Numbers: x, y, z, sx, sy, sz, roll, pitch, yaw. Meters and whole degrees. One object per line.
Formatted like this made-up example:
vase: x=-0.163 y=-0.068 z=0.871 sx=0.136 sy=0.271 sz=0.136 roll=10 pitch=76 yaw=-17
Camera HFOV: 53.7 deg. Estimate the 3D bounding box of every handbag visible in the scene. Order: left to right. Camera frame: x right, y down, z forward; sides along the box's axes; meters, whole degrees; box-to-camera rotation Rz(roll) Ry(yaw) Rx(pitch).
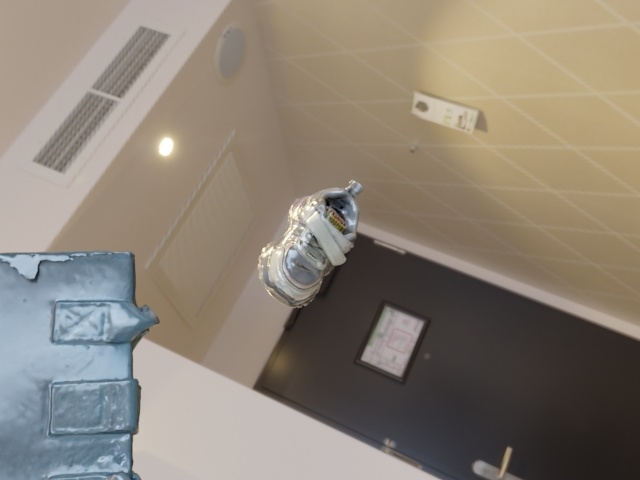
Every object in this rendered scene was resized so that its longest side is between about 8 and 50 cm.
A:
handbag: x=-0.202 y=0.121 z=0.435 sx=0.062 sy=0.179 sz=0.229 roll=132 pitch=135 yaw=-67

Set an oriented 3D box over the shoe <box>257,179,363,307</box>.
shoe: x=0.000 y=0.000 z=0.757 sx=0.092 sy=0.089 sz=0.180 roll=-32 pitch=22 yaw=42
